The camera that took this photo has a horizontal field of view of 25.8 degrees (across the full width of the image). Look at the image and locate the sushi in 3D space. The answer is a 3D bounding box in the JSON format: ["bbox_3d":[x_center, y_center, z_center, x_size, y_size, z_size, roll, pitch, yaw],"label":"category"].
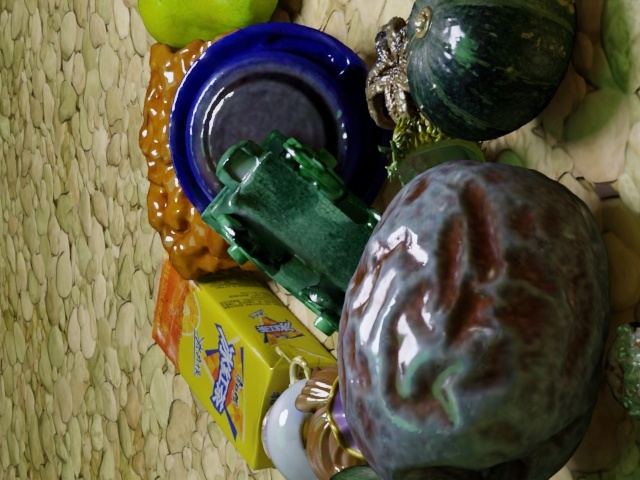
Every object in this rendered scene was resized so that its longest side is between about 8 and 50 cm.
[{"bbox_3d":[0.301,0.114,1.148,0.150,0.078,0.090,27,115,59],"label":"sushi"}]

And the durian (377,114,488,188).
[{"bbox_3d":[0.114,-0.073,1.413,0.086,0.215,0.100,9,65,29],"label":"durian"}]

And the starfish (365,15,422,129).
[{"bbox_3d":[0.112,-0.168,1.493,0.190,0.074,0.146,10,95,59],"label":"starfish"}]

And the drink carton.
[{"bbox_3d":[-0.107,0.146,1.872,0.351,0.111,0.154,43,129,53],"label":"drink carton"}]

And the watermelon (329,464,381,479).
[{"bbox_3d":[0.127,0.360,1.306,0.189,0.331,0.330,-9,83,28],"label":"watermelon"}]

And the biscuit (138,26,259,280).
[{"bbox_3d":[-0.111,-0.109,1.803,0.312,0.110,0.318,-3,91,44],"label":"biscuit"}]

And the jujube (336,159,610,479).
[{"bbox_3d":[0.136,0.072,1.257,0.246,0.215,0.308,-20,54,32],"label":"jujube"}]

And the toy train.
[{"bbox_3d":[0.000,0.000,1.464,0.145,0.266,0.202,-50,2,-1],"label":"toy train"}]

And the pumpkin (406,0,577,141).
[{"bbox_3d":[0.159,-0.188,1.318,0.190,0.146,0.190,178,90,-64],"label":"pumpkin"}]

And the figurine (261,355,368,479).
[{"bbox_3d":[0.027,0.217,1.591,0.189,0.142,0.263,64,154,-4],"label":"figurine"}]

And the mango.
[{"bbox_3d":[-0.143,-0.347,1.870,0.273,0.149,0.185,-13,74,55],"label":"mango"}]

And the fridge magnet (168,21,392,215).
[{"bbox_3d":[-0.049,-0.119,1.619,0.113,0.266,0.265,-38,-49,-78],"label":"fridge magnet"}]
